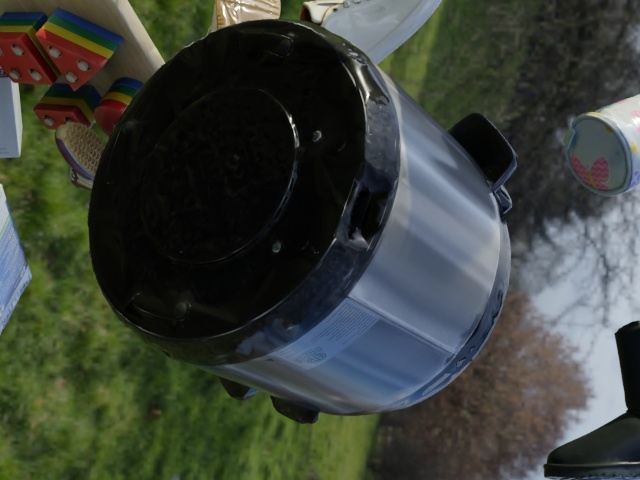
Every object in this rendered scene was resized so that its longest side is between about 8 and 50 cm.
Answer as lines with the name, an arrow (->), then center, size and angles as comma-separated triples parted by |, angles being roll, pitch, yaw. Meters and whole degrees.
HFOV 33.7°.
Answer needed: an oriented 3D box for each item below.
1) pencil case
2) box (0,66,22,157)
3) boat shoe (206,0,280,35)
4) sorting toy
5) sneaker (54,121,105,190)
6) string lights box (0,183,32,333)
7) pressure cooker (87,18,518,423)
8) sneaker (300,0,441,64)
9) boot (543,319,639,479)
pencil case -> 0.454, -0.154, 1.416 | 0.124, 0.273, 0.113 | 55, -31, 16
box -> -0.591, -0.237, 1.737 | 0.119, 0.181, 0.181 | -110, -160, -55
boat shoe -> -0.127, -0.289, 1.553 | 0.096, 0.098, 0.277 | 129, -24, -50
sorting toy -> -0.353, -0.246, 1.570 | 0.089, 0.256, 0.257 | -61, 142, -29
sneaker -> -0.354, -0.113, 1.583 | 0.185, 0.084, 0.069 | 47, 44, -54
string lights box -> -0.467, 0.034, 1.423 | 0.259, 0.077, 0.133 | 101, 8, -60
pressure cooker -> 0.001, 0.005, 1.163 | 0.420, 0.370, 0.375 | 31, 65, -51
sneaker -> 0.053, -0.303, 1.427 | 0.123, 0.290, 0.106 | 50, -10, -15
boot -> 0.415, 0.218, 1.425 | 0.094, 0.247, 0.207 | 58, 26, -70
